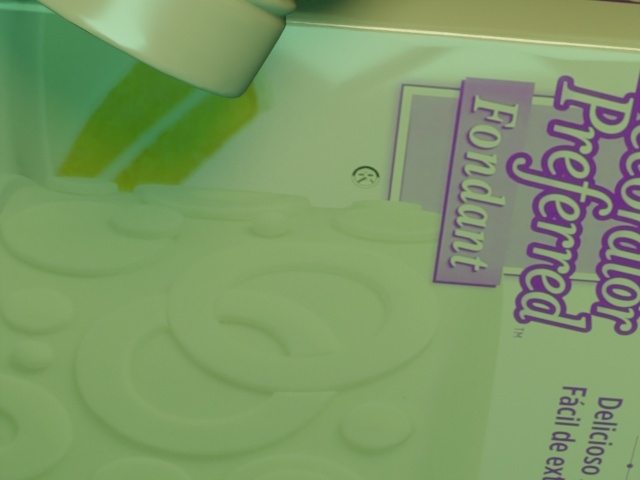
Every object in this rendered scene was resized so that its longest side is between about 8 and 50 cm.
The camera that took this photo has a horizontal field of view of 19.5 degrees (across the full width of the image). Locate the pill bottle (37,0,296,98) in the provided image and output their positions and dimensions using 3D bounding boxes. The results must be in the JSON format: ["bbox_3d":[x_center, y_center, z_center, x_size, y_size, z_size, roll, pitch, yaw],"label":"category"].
[{"bbox_3d":[-0.008,-0.136,0.470,0.112,0.112,0.186,28,100,-19],"label":"pill bottle"}]

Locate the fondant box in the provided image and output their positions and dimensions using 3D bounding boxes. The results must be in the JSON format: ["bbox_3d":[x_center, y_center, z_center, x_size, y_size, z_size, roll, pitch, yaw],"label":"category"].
[{"bbox_3d":[0.000,0.000,0.636,0.330,0.096,0.238,4,130,-2],"label":"fondant box"}]
